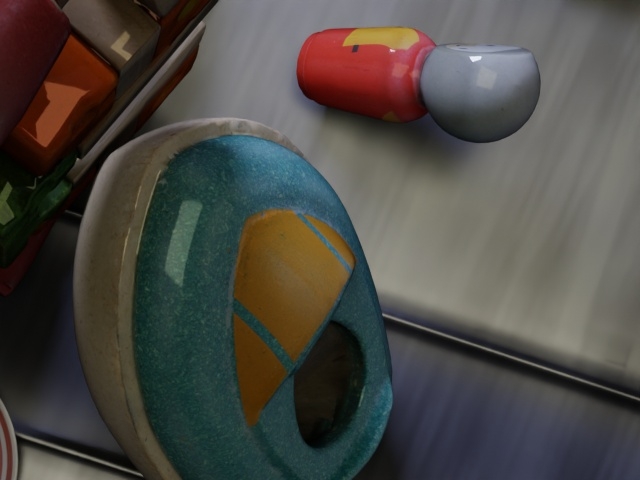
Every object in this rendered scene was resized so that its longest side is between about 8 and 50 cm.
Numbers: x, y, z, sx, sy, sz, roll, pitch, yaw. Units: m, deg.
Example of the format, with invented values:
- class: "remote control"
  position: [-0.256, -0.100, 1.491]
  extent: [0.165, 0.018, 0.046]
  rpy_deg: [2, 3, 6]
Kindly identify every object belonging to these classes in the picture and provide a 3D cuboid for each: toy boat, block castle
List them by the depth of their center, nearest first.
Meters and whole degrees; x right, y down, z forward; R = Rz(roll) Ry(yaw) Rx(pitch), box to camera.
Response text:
- class: "block castle"
  position: [-0.232, -0.125, 0.825]
  extent: [0.303, 0.453, 0.213]
  rpy_deg: [38, 76, -1]
- class: "toy boat"
  position: [0.000, 0.000, 0.945]
  extent: [0.148, 0.267, 0.318]
  rpy_deg: [11, 57, 33]

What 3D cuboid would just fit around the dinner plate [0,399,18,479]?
- class: "dinner plate"
  position: [-0.247, 0.130, 1.011]
  extent: [0.141, 0.017, 0.141]
  rpy_deg: [0, 85, -5]
